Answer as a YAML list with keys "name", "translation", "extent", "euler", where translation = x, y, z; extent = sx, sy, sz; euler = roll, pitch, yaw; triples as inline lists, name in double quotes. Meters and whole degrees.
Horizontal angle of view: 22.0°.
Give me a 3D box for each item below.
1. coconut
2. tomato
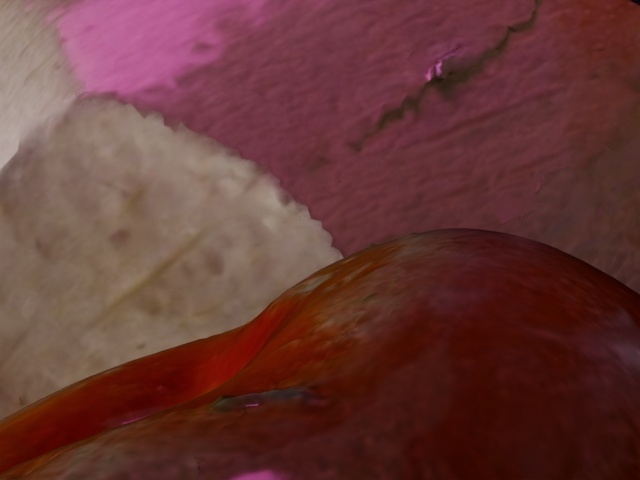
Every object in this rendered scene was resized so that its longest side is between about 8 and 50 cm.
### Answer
- name: "coconut"
  translation: [0.000, 0.000, 0.697]
  extent: [0.360, 0.346, 0.346]
  euler: [-33, 17, -20]
- name: "tomato"
  translation: [0.002, 0.131, 0.413]
  extent: [0.270, 0.223, 0.270]
  euler: [-29, 6, 3]
